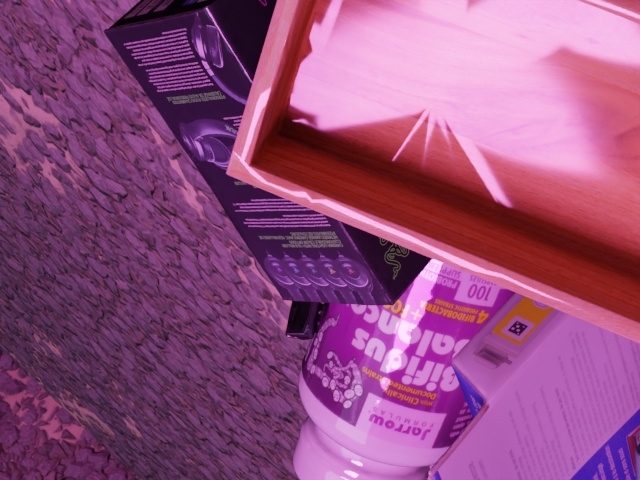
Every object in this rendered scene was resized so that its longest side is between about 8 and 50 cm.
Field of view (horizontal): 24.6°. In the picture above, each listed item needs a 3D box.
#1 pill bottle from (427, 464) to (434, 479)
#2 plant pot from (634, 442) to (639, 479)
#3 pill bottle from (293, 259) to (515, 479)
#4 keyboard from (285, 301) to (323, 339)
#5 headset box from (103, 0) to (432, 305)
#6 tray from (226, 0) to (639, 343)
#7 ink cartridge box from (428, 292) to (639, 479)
[{"bbox_3d":[0.245,0.313,1.511,0.363,0.210,0.210,36,156,25],"label":"pill bottle"},{"bbox_3d":[0.353,0.239,1.152,0.293,0.293,0.196,-10,94,64],"label":"plant pot"},{"bbox_3d":[0.078,0.094,1.317,0.169,0.169,0.301,34,117,30],"label":"pill bottle"},{"bbox_3d":[0.000,0.000,1.314,0.023,0.180,0.108,14,173,-13],"label":"keyboard"},{"bbox_3d":[0.023,-0.119,1.115,0.131,0.246,0.283,0,129,49],"label":"headset box"},{"bbox_3d":[0.166,-0.063,0.898,0.411,0.076,0.202,23,119,7],"label":"tray"},{"bbox_3d":[0.205,0.159,1.190,0.072,0.307,0.303,28,151,43],"label":"ink cartridge box"}]
